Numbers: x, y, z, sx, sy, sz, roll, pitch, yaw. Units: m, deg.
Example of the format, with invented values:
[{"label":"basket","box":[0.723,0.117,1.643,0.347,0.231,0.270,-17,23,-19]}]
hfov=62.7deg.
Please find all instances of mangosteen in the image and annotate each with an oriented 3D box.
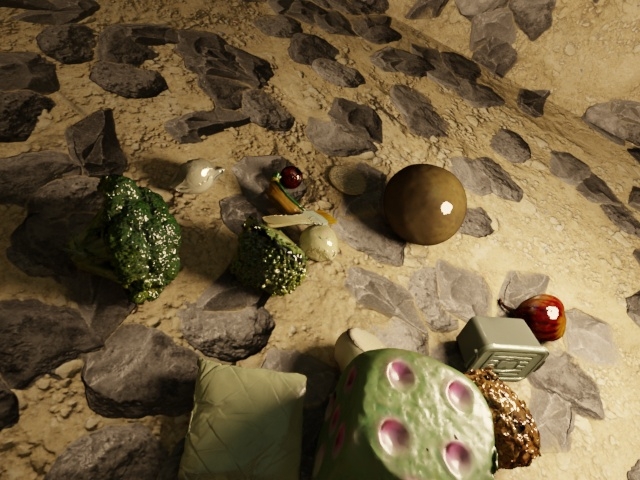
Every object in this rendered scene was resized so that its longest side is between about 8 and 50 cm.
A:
[{"label":"mangosteen","box":[-0.099,-0.217,1.801,0.080,0.081,0.081,12,48,-14]}]

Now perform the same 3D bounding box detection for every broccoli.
[{"label":"broccoli","box":[-0.157,0.059,1.523,0.242,0.273,0.180,37,92,-3]},{"label":"broccoli","box":[-0.500,-0.003,1.344,0.283,0.304,0.321,-17,52,3]}]

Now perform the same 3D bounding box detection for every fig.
[{"label":"fig","box":[0.704,0.247,1.703,0.201,0.149,0.148,9,64,-1]}]

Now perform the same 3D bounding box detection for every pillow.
[{"label":"pillow","box":[-0.173,0.428,1.225,0.274,0.076,0.281,11,55,-13]}]

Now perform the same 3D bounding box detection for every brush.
[{"label":"brush","box":[-0.063,-0.062,1.570,0.085,0.020,0.336,36,23,26]}]

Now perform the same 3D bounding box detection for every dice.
[{"label":"dice","box":[0.175,0.461,1.177,0.322,0.318,0.330,20,46,-5]}]

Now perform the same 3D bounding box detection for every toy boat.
[{"label":"toy boat","box":[-0.091,-0.120,1.707,0.229,0.089,0.088,46,71,-6]}]

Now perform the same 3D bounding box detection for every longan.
[{"label":"longan","box":[0.356,-0.127,1.792,0.297,0.297,0.297,12,48,-14]}]

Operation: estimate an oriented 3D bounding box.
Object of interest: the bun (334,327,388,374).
[{"label":"bun","box":[0.107,0.323,1.398,0.172,0.120,0.173,33,12,-8]}]

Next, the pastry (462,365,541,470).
[{"label":"pastry","box":[0.434,0.466,1.361,0.275,0.193,0.275,40,21,-19]}]

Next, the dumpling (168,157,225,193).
[{"label":"dumpling","box":[-0.397,-0.211,1.659,0.188,0.108,0.127,-26,41,-19]}]

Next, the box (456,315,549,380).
[{"label":"box","box":[0.531,0.319,1.568,0.243,0.163,0.135,6,41,-16]}]

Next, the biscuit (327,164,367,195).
[{"label":"biscuit","box":[0.100,-0.222,1.927,0.152,0.020,0.152,13,48,-15]}]

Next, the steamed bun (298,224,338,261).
[{"label":"steamed bun","box":[0.000,0.000,1.648,0.129,0.091,0.113,21,45,-5]}]
